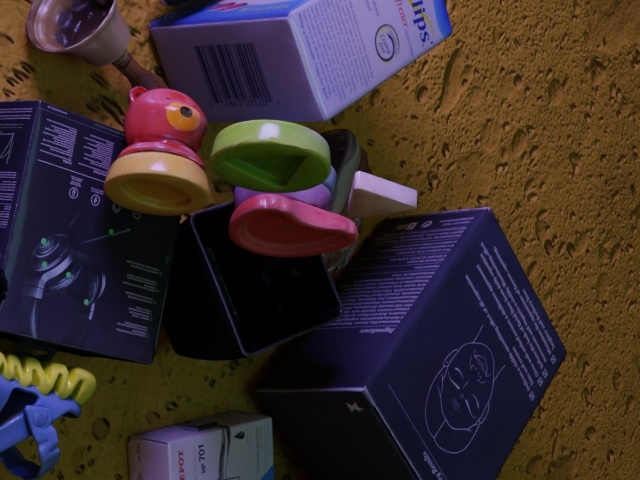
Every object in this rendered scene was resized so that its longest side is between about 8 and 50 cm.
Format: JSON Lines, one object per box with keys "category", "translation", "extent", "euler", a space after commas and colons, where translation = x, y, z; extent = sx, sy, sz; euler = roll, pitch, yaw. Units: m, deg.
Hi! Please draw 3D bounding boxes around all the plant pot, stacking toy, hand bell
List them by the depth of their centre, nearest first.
{"category": "stacking toy", "translation": [-0.060, -0.100, 1.701], "extent": [0.309, 0.279, 0.130], "euler": [22, 61, -40]}
{"category": "hand bell", "translation": [-0.243, -0.220, 1.832], "extent": [0.242, 0.126, 0.126], "euler": [48, 58, -51]}
{"category": "plant pot", "translation": [-0.115, 0.057, 1.897], "extent": [0.187, 0.167, 0.188], "euler": [-21, 87, -45]}

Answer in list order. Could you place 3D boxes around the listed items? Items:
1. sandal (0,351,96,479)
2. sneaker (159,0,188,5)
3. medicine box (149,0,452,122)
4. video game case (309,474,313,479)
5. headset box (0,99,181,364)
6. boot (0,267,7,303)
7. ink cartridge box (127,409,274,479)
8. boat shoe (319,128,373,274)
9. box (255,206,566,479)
{"category": "sandal", "translation": [-0.386, 0.187, 1.637], "extent": [0.317, 0.126, 0.138], "euler": [18, 75, -43]}
{"category": "sneaker", "translation": [-0.137, -0.405, 1.930], "extent": [0.118, 0.110, 0.292], "euler": [58, 44, -22]}
{"category": "medicine box", "translation": [-0.024, -0.275, 1.929], "extent": [0.289, 0.263, 0.149], "euler": [-38, 119, -40]}
{"category": "video game case", "translation": [0.057, 0.344, 2.222], "extent": [0.196, 0.026, 0.274], "euler": [-1, 92, -47]}
{"category": "headset box", "translation": [-0.303, 0.004, 1.738], "extent": [0.246, 0.131, 0.283], "euler": [18, 79, -47]}
{"category": "boot", "translation": [-0.411, 0.005, 1.558], "extent": [0.246, 0.207, 0.094], "euler": [-59, 160, -23]}
{"category": "ink cartridge box", "translation": [-0.154, 0.312, 1.951], "extent": [0.190, 0.082, 0.140], "euler": [-8, 98, -48]}
{"category": "boat shoe", "translation": [0.000, 0.000, 2.078], "extent": [0.116, 0.123, 0.324], "euler": [44, 62, -41]}
{"category": "box", "translation": [0.143, 0.190, 2.139], "extent": [0.395, 0.212, 0.293], "euler": [-52, 122, -38]}
